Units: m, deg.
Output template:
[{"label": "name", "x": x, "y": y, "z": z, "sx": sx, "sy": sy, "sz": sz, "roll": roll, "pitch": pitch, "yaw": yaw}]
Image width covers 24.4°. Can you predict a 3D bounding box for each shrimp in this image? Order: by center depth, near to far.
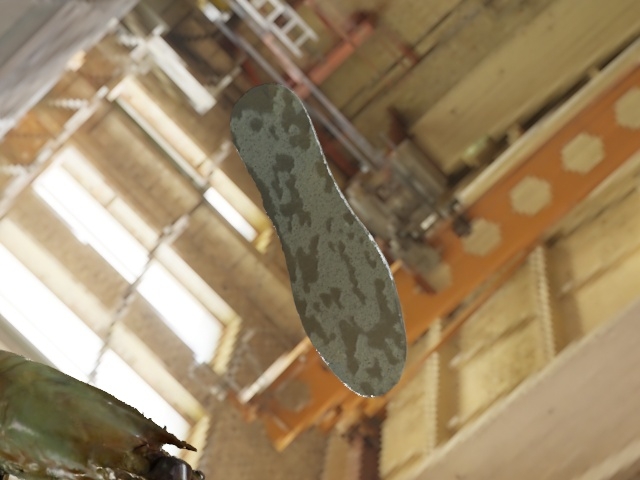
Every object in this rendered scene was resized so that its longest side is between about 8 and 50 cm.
[{"label": "shrimp", "x": -0.164, "y": 0.144, "z": 0.878, "sx": 0.061, "sy": 0.267, "sz": 0.145, "roll": 37, "pitch": 64, "yaw": -62}]

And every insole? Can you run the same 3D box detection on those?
[{"label": "insole", "x": 0.000, "y": 0.000, "z": 0.859, "sx": 0.065, "sy": 0.193, "sz": 0.006, "roll": -24, "pitch": 180, "yaw": 26}]
